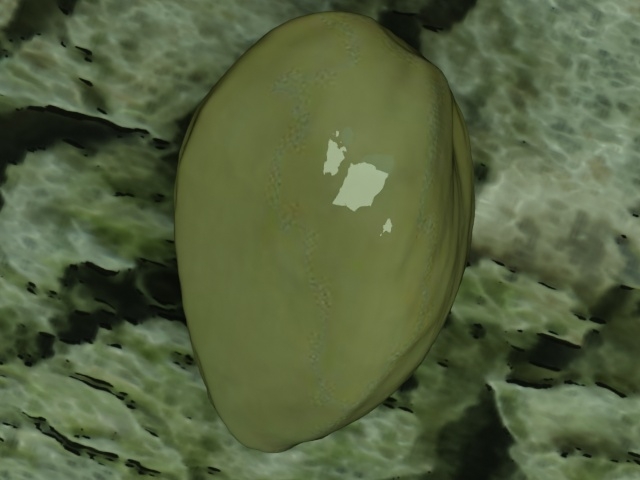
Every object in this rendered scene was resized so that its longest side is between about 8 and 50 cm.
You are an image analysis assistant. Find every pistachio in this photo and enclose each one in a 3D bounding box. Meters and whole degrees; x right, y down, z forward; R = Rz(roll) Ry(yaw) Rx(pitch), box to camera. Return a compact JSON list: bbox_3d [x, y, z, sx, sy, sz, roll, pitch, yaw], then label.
[{"bbox_3d":[0.000,0.000,1.346,0.226,0.208,0.331,1,108,-24],"label":"pistachio"}]
